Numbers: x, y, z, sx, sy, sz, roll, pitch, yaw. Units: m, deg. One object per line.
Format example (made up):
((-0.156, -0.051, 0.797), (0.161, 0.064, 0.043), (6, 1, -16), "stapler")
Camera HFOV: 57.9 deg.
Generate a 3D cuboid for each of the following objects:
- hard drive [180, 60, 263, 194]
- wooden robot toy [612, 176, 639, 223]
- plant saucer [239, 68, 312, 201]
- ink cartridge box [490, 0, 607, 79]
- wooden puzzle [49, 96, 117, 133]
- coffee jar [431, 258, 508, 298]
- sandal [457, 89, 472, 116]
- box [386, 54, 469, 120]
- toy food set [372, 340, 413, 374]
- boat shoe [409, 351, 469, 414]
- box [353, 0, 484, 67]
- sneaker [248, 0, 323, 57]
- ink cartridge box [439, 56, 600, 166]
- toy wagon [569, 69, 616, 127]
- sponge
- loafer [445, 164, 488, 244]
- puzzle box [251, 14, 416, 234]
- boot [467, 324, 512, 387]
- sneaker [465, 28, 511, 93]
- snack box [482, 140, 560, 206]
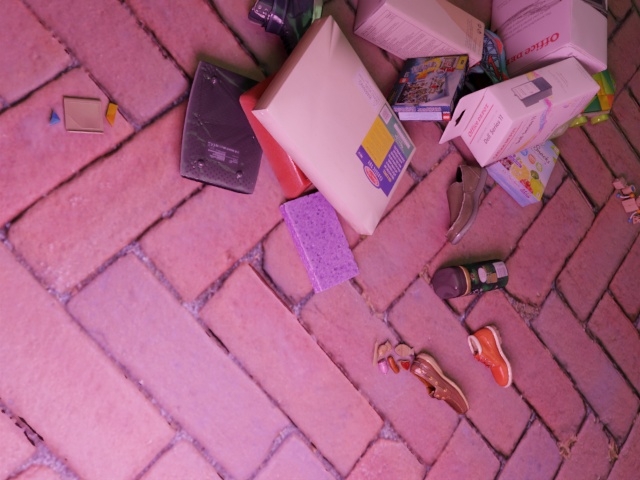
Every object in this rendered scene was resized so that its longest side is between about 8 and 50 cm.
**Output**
((-0.202, -0.229, 1.203), (0.172, 0.054, 0.254), (14, 73, -27), "hard drive")
((1.027, -0.134, 1.878), (0.076, 0.079, 0.173), (-30, 95, -31), "wooden robot toy")
((-0.022, -0.258, 1.266), (0.259, 0.048, 0.258), (-43, 123, -30), "plant saucer")
((0.638, -0.624, 1.638), (0.166, 0.285, 0.394), (17, 72, -27), "ink cartridge box")
((-0.444, -0.234, 1.090), (0.116, 0.014, 0.078), (5, 73, -29), "wooden puzzle")
((0.371, 0.096, 1.440), (0.185, 0.096, 0.079), (-6, 80, -30), "coffee jar")
((0.337, -0.375, 1.545), (0.255, 0.054, 0.097), (-13, 86, -31), "sandal")
((0.264, -0.374, 1.417), (0.044, 0.159, 0.233), (72, 34, -41), "box")
((0.163, 0.272, 1.329), (0.122, 0.019, 0.077), (21, 70, -33), "toy food set")
((0.275, 0.345, 1.354), (0.060, 0.064, 0.178), (-43, 95, -24), "boat shoe")
((0.254, -0.545, 1.484), (0.311, 0.148, 0.121), (20, 69, -27), "box")
((-0.087, -0.453, 1.305), (0.164, 0.086, 0.226), (7, 84, -20), "sneaker")
((0.502, -0.317, 1.488), (0.354, 0.207, 0.119), (-22, 69, -16), "ink cartridge box")
((0.861, -0.508, 1.869), (0.345, 0.068, 0.267), (-12, 86, -31), "toy wagon")
((0.000, 0.000, 1.285), (0.117, 0.031, 0.210), (-23, 91, -32), "sponge")
((0.357, -0.097, 1.489), (0.088, 0.094, 0.251), (24, 56, 2), "loafer")
((0.052, -0.235, 1.264), (0.409, 0.052, 0.272), (48, 61, -37), "puzzle box")
((0.422, 0.299, 1.452), (0.085, 0.059, 0.157), (-14, 78, -28), "boot")
((0.443, -0.475, 1.580), (0.125, 0.104, 0.261), (-4, 71, -38), "sneaker")
((0.574, -0.231, 1.643), (0.174, 0.070, 0.207), (39, 62, -16), "snack box")
